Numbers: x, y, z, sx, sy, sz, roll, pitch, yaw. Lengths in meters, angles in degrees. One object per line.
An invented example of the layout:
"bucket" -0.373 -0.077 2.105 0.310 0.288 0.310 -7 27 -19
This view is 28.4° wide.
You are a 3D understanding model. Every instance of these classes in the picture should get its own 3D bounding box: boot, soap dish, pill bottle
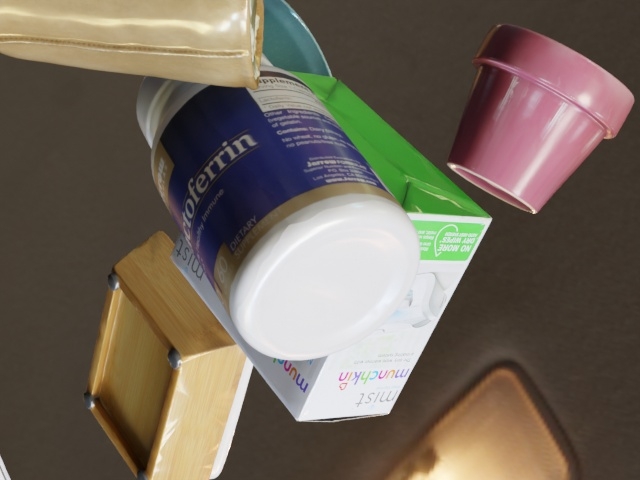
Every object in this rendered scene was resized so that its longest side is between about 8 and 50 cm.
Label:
"boot" -0.177 -0.180 0.854 0.236 0.269 0.089 83 13 -79
"soap dish" -0.202 0.170 1.643 0.229 0.118 0.291 47 -47 36
"pill bottle" -0.045 -0.044 1.003 0.153 0.153 0.265 -55 -136 22

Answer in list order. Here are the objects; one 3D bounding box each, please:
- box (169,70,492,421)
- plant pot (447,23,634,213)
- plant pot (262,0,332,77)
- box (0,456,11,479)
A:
"box" 0.000 0.000 1.206 0.262 0.127 0.231 48 -58 39
"plant pot" 0.254 -0.142 1.561 0.201 0.201 0.180 31 -89 53
"plant pot" -0.130 -0.225 1.972 0.196 0.293 0.293 -21 -121 28
"box" -0.484 0.227 1.487 0.087 0.169 0.290 48 -25 38
